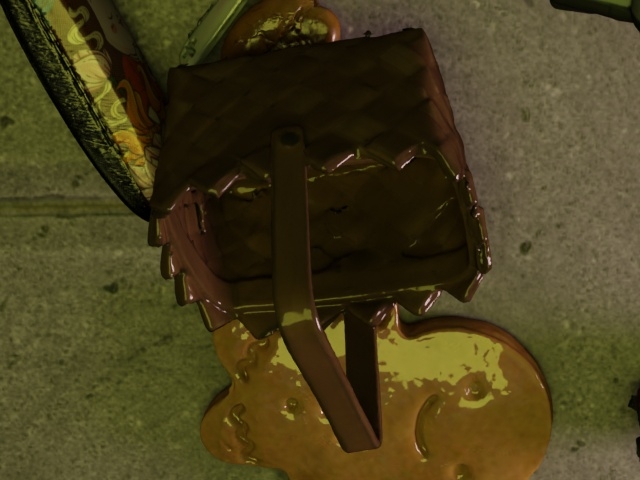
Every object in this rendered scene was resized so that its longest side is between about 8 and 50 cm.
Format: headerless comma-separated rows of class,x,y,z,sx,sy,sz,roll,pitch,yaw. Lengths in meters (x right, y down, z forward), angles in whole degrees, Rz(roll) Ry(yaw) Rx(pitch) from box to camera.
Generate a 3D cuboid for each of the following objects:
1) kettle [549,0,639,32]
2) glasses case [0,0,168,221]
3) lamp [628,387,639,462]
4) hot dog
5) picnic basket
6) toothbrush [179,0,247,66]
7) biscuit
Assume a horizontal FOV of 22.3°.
kettle,0.338,-0.348,1.328,0.361,0.250,0.376,14,116,22
glasses case,-0.212,-0.163,1.492,0.082,0.122,0.321,-24,108,15
lamp,0.430,0.168,1.573,0.253,0.118,0.118,-12,110,11
hot dog,-0.045,-0.173,1.511,0.090,0.060,0.140,40,102,-7
picnic basket,0.000,0.000,1.419,0.291,0.321,0.254,-10,145,9
toothbrush,-0.012,-0.320,1.455,0.040,0.042,0.418,23,115,-38
biscuit,0.057,0.169,1.639,0.355,0.052,0.275,13,112,1
